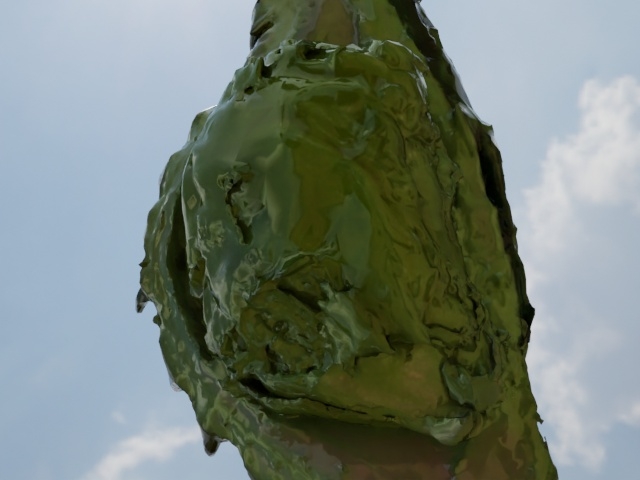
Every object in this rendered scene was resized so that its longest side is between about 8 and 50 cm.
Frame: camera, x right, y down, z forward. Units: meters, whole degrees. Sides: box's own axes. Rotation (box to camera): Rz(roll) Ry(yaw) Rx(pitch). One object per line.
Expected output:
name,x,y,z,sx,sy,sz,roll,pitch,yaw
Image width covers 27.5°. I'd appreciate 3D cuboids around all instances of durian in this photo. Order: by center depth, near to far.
durian,0.004,0.002,0.458,0.107,0.132,0.375,2,-118,-33
